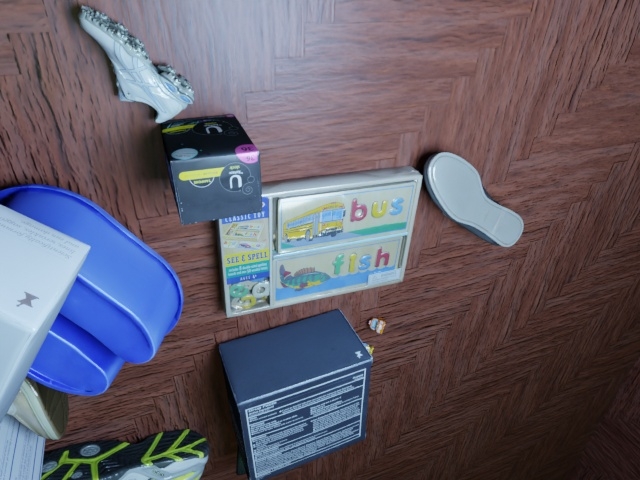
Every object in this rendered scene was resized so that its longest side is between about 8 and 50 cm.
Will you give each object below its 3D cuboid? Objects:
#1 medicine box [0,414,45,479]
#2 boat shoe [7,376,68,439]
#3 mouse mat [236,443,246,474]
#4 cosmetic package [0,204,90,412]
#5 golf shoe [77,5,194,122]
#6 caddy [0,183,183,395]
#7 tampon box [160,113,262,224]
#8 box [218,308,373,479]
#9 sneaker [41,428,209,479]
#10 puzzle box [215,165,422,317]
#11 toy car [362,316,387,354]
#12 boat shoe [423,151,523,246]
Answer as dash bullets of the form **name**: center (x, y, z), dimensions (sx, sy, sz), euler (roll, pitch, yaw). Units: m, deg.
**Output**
- **medicine box**: center (-0.614, 0.387, 0.748), dimensions (0.149, 0.263, 0.289), euler (-23, 128, -10)
- **boat shoe**: center (-0.540, 0.239, 0.790), dimensions (0.098, 0.109, 0.302), euler (-16, 121, -8)
- **mouse mat**: center (-0.157, 0.580, 1.261), dimensions (0.153, 0.007, 0.189), euler (-6, 123, -21)
- **cosmetic package**: center (-0.466, 0.129, 0.539), dimensions (0.217, 0.156, 0.385), euler (32, 115, -20)
- **golf shoe**: center (-0.263, -0.232, 0.626), dimensions (0.086, 0.069, 0.176), euler (-41, 128, 12)
- **caddy**: center (-0.381, 0.073, 0.701), dimensions (0.241, 0.179, 0.341), euler (-34, 117, 19)
- **tampon box**: center (-0.167, -0.113, 0.687), dimensions (0.121, 0.161, 0.101), euler (-12, 126, -19)
- **box**: center (-0.054, 0.349, 1.038), dimensions (0.297, 0.182, 0.293), euler (-13, 127, -19)
- **sneaker**: center (-0.439, 0.528, 0.987), dimensions (0.385, 0.145, 0.147), euler (6, 101, -26)
- **puzzle box**: center (0.000, 0.000, 0.913), dimensions (0.409, 0.052, 0.272), euler (-10, 125, -19)
- **toy car**: center (0.127, 0.242, 1.136), dimensions (0.041, 0.060, 0.122), euler (19, 108, 1)
- **boat shoe**: center (0.313, -0.083, 0.985), dimensions (0.335, 0.095, 0.112), euler (31, 90, -32)
